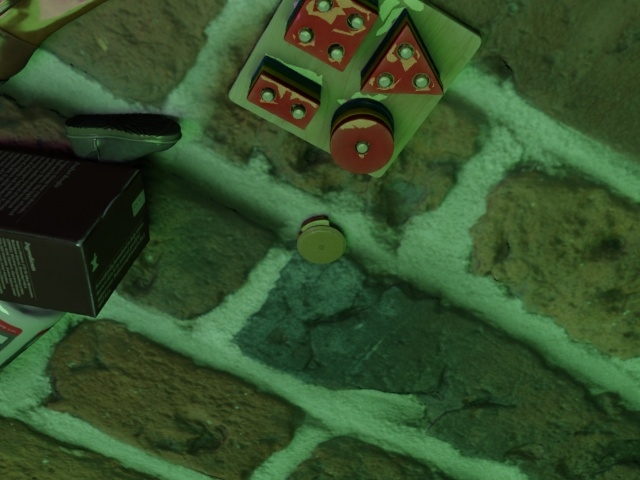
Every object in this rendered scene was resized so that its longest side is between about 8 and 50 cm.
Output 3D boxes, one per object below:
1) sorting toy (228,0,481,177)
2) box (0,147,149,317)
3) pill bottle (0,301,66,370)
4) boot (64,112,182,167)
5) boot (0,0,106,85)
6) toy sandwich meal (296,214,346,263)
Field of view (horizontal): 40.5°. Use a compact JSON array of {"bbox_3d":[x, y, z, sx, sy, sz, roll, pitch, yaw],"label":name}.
[{"bbox_3d":[0.042,-0.220,1.161,0.255,0.089,0.257,27,122,-15],"label":"sorting toy"},{"bbox_3d":[-0.457,-0.028,1.226,0.382,0.191,0.143,8,127,13],"label":"box"},{"bbox_3d":[-0.564,0.136,1.397,0.318,0.176,0.176,-37,116,25],"label":"pill bottle"},{"bbox_3d":[-0.282,-0.083,1.287,0.190,0.076,0.208,6,120,16],"label":"boot"},{"bbox_3d":[-0.426,-0.350,1.094,0.280,0.096,0.264,-33,109,18],"label":"boot"},{"bbox_3d":[0.000,0.000,1.361,0.086,0.029,0.085,0,130,0],"label":"toy sandwich meal"}]
